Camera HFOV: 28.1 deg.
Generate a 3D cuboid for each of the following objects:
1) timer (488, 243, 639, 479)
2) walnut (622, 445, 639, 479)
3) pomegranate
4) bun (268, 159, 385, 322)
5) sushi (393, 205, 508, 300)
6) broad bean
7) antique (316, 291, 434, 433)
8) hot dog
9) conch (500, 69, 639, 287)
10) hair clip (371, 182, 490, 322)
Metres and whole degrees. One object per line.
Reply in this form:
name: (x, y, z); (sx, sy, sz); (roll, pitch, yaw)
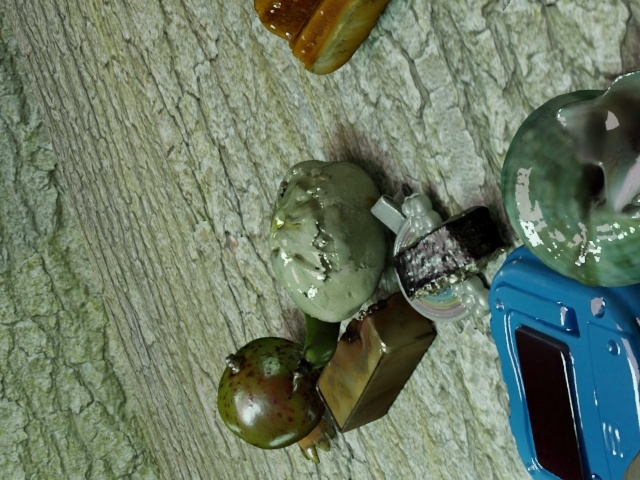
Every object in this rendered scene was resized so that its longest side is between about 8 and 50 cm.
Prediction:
timer: (0.304, 0.169, 1.379); (0.309, 0.115, 0.340); (24, 131, 63)
walnut: (0.390, 0.235, 1.099); (0.248, 0.248, 0.248); (47, 147, 43)
pomegranate: (-0.076, 0.287, 2.198); (0.198, 0.198, 0.246); (22, 127, 60)
bun: (0.000, 0.000, 1.821); (0.239, 0.141, 0.239); (180, 90, -71)
sushi: (0.156, 0.020, 1.582); (0.150, 0.090, 0.078); (-31, 83, 40)
broad bean: (-0.003, 0.116, 1.915); (0.325, 0.075, 0.067); (-84, -10, -61)
antique: (0.078, 0.182, 1.916); (0.093, 0.087, 0.310); (62, 156, 22)
hot dog: (0.023, -0.333, 1.602); (0.158, 0.117, 0.349); (48, 156, 2)
conch: (0.275, -0.063, 1.209); (0.277, 0.195, 0.220); (-107, 17, -71)
hair clip: (0.145, 0.025, 1.701); (0.220, 0.054, 0.140); (59, 142, 17)
